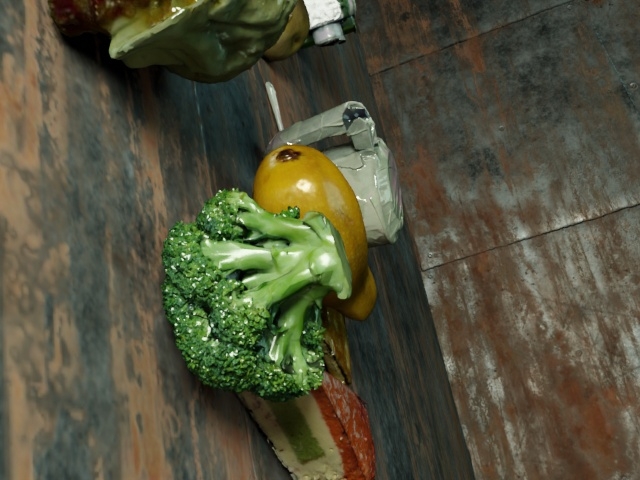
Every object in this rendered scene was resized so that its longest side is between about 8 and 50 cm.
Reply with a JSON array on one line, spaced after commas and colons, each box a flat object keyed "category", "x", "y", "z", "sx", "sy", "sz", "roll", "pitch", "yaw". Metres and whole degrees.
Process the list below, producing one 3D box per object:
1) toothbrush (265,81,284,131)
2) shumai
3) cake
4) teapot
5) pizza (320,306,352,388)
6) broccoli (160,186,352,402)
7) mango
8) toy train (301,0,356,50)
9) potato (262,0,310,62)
[{"category": "toothbrush", "x": -0.055, "y": -0.169, "z": 1.058, "sx": 0.017, "sy": 0.022, "sz": 0.204, "roll": -16, "pitch": 89, "yaw": -77}, {"category": "shumai", "x": -0.120, "y": -0.244, "z": 0.536, "sx": 0.255, "sy": 0.189, "sz": 0.218, "roll": 59, "pitch": 17, "yaw": -30}, {"category": "cake", "x": -0.005, "y": 0.209, "z": 0.659, "sx": 0.220, "sy": 0.086, "sz": 0.116, "roll": 52, "pitch": 22, "yaw": -59}, {"category": "teapot", "x": 0.020, "y": -0.073, "z": 0.934, "sx": 0.221, "sy": 0.178, "sz": 0.163, "roll": 51, "pitch": 33, "yaw": -62}, {"category": "pizza", "x": 0.005, "y": 0.131, "z": 0.906, "sx": 0.176, "sy": 0.036, "sz": 0.184, "roll": 11, "pitch": 65, "yaw": -72}, {"category": "broccoli", "x": -0.048, "y": 0.044, "z": 0.537, "sx": 0.195, "sy": 0.156, "sz": 0.195, "roll": -22, "pitch": 90, "yaw": -81}, {"category": "mango", "x": -0.006, "y": 0.002, "z": 0.792, "sx": 0.294, "sy": 0.120, "sz": 0.177, "roll": 72, "pitch": -4, "yaw": -53}, {"category": "toy train", "x": -0.027, "y": -0.561, "z": 1.364, "sx": 0.249, "sy": 0.174, "sz": 0.307, "roll": -81, "pitch": 152, "yaw": -80}, {"category": "potato", "x": -0.080, "y": -0.393, "z": 1.078, "sx": 0.243, "sy": 0.098, "sz": 0.138, "roll": 23, "pitch": 53, "yaw": -72}]
